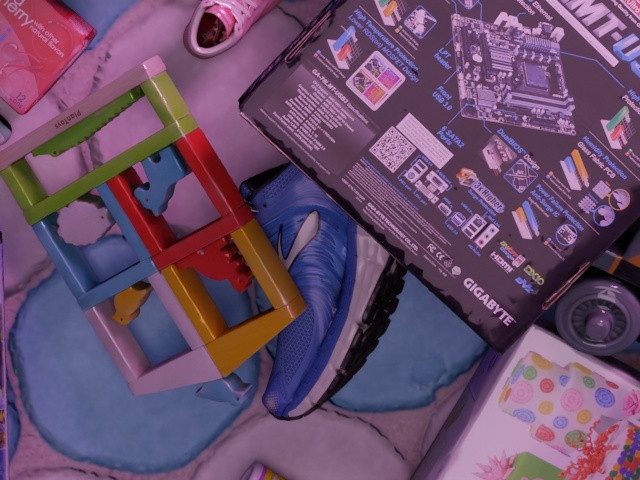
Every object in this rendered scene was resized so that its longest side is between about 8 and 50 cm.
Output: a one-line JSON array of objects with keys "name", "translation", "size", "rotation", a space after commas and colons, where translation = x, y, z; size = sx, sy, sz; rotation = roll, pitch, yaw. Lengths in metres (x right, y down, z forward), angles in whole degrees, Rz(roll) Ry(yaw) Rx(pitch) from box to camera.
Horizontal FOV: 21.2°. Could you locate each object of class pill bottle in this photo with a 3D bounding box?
[{"name": "pill bottle", "translation": [-0.036, 0.242, 1.572], "size": [0.083, 0.043, 0.043], "rotation": [33, 98, -9]}]

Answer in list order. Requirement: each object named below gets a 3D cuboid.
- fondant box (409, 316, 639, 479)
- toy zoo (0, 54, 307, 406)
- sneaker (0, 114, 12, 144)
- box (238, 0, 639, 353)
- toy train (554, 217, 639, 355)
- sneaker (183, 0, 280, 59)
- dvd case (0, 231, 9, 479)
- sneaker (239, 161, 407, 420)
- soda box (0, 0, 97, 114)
[{"name": "fondant box", "translation": [0.264, 0.242, 1.558], "size": [0.330, 0.096, 0.238], "rotation": [29, 98, -7]}, {"name": "toy zoo", "translation": [-0.138, 0.012, 1.469], "size": [0.192, 0.030, 0.293], "rotation": [-28, 96, 31]}, {"name": "sneaker", "translation": [-0.324, -0.106, 1.486], "size": [0.069, 0.038, 0.098], "rotation": [-42, 100, 5]}, {"name": "box", "translation": [0.138, -0.113, 1.355], "size": [0.295, 0.073, 0.293], "rotation": [42, 95, -8]}, {"name": "toy train", "translation": [0.348, 0.038, 1.472], "size": [0.334, 0.142, 0.190], "rotation": [26, 121, 0]}, {"name": "sneaker", "translation": [-0.066, -0.206, 1.464], "size": [0.051, 0.070, 0.134], "rotation": [43, 95, -8]}, {"name": "dvd case", "translation": [-0.354, 0.114, 1.431], "size": [0.180, 0.022, 0.253], "rotation": [0, 106, -6]}, {"name": "sneaker", "translation": [0.000, 0.000, 1.498], "size": [0.147, 0.130, 0.330], "rotation": [20, 106, 15]}, {"name": "soda box", "translation": [-0.316, -0.227, 1.439], "size": [0.263, 0.083, 0.092], "rotation": [42, 96, -10]}]
